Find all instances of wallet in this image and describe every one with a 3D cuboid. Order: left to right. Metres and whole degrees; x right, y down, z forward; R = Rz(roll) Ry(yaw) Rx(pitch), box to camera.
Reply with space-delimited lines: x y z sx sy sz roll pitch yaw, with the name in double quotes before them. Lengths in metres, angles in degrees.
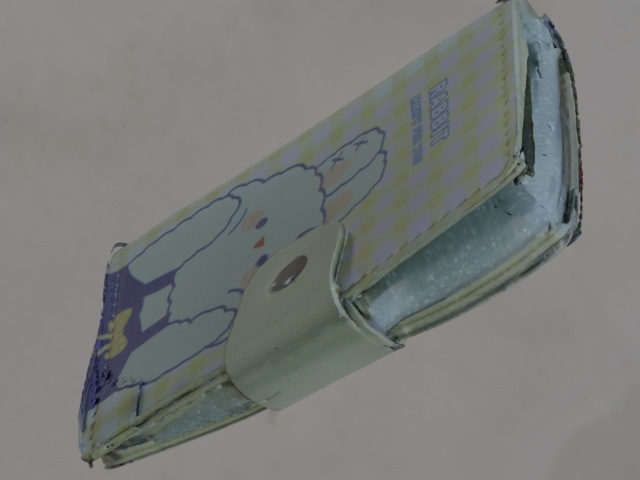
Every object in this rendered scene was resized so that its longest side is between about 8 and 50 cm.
"wallet" 0.000 0.000 1.031 0.077 0.309 0.223 46 25 -27
